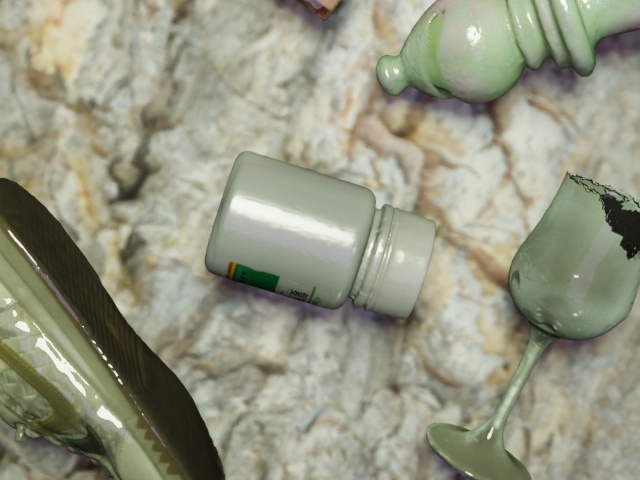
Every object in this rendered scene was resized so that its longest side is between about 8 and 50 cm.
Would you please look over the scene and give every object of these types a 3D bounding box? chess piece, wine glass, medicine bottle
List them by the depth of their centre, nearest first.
[{"bbox_3d":[0.160,-0.137,0.659,0.272,0.139,0.139,-19,103,17],"label":"chess piece"},{"bbox_3d":[0.000,0.000,0.706,0.130,0.080,0.080,18,103,-3],"label":"medicine bottle"},{"bbox_3d":[0.142,0.057,0.718,0.079,0.079,0.195,23,104,-4],"label":"wine glass"}]

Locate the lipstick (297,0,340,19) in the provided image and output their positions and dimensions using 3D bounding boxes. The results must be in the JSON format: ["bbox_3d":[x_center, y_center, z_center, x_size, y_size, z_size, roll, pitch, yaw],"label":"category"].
[{"bbox_3d":[0.029,-0.202,0.674,0.045,0.045,0.145,36,102,-5],"label":"lipstick"}]

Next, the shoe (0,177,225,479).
[{"bbox_3d":[-0.155,0.092,0.725,0.098,0.103,0.275,-35,94,10],"label":"shoe"}]
